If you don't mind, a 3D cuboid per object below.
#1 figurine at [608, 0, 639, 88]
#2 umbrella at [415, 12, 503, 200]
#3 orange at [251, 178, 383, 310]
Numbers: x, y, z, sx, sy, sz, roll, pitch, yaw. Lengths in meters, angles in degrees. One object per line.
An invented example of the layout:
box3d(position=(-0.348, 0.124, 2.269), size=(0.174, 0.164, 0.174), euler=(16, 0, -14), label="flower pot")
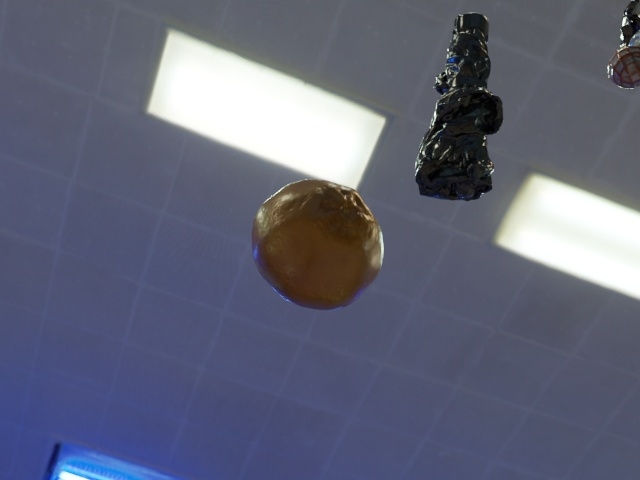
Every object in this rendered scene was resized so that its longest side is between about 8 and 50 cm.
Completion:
box3d(position=(0.521, -0.256, 0.964), size=(0.281, 0.370, 0.167), euler=(-29, -64, 4), label="figurine")
box3d(position=(0.146, -0.147, 0.752), size=(0.080, 0.224, 0.071), euler=(1, -31, 21), label="umbrella")
box3d(position=(0.000, 0.000, 0.859), size=(0.158, 0.159, 0.136), euler=(27, -44, -12), label="orange")
